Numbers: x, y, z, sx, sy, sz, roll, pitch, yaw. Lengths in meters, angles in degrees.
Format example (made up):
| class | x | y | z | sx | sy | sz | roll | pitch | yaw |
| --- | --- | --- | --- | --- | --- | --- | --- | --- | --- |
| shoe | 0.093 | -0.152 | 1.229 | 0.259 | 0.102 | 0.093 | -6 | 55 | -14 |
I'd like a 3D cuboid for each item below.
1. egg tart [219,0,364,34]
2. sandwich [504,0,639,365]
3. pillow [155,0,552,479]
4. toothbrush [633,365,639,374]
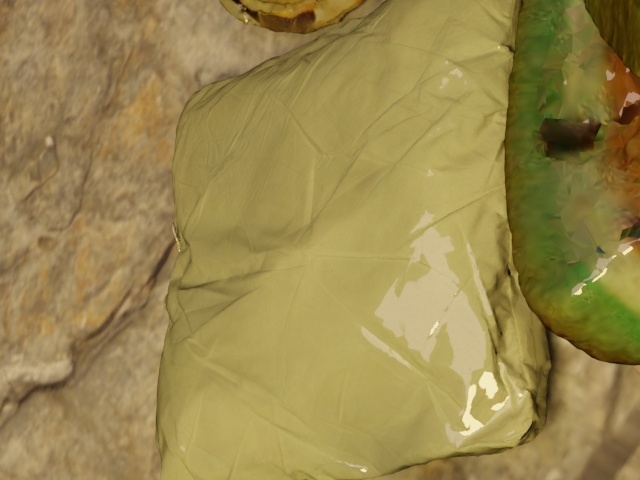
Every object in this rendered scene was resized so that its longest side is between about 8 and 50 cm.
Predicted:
| class | x | y | z | sx | sy | sz | roll | pitch | yaw |
| --- | --- | --- | --- | --- | --- | --- | --- | --- | --- |
| egg tart | -0.013 | -0.238 | 0.958 | 0.213 | 0.090 | 0.212 | -21 | 61 | 42 |
| sandwich | 0.196 | -0.084 | 0.630 | 0.301 | 0.162 | 0.250 | -5 | 65 | 41 |
| pillow | 0.001 | 0.001 | 0.848 | 0.274 | 0.076 | 0.280 | -18 | 60 | 40 |
| toothbrush | 0.190 | 0.106 | 0.657 | 0.029 | 0.025 | 0.307 | -58 | 44 | 20 |
